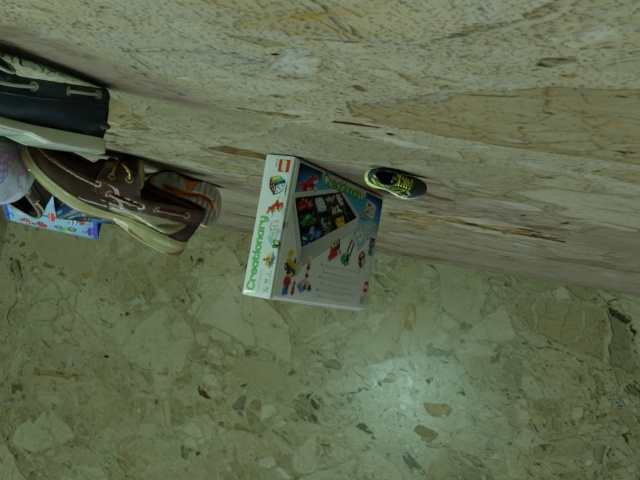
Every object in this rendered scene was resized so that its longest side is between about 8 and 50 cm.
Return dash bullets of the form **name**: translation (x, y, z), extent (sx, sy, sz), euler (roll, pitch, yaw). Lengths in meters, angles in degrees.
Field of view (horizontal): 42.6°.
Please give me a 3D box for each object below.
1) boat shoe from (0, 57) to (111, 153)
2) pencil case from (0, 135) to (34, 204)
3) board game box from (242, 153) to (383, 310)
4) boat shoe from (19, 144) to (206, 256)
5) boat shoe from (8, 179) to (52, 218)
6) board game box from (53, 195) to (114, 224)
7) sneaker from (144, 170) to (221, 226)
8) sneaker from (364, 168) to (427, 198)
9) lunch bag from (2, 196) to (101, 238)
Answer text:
- **boat shoe**: translation (-0.308, -0.139, 0.765), extent (0.254, 0.079, 0.095), euler (10, 175, -42)
- **pencil case**: translation (-0.553, -0.123, 1.303), extent (0.113, 0.124, 0.273), euler (43, -177, 3)
- **board game box**: translation (0.000, 0.000, 1.219), extent (0.053, 0.193, 0.305), euler (8, 176, 28)
- **boat shoe**: translation (-0.350, -0.099, 1.436), extent (0.342, 0.123, 0.123), euler (33, -164, -30)
- **boat shoe**: translation (-0.605, -0.125, 1.558), extent (0.116, 0.097, 0.324), euler (10, 169, 11)
- **board game box**: translation (-0.425, -0.089, 1.747), extent (0.194, 0.060, 0.194), euler (-22, 162, 23)
- **sneaker**: translation (-0.275, -0.088, 1.620), extent (0.083, 0.084, 0.215), euler (8, 166, 35)
- **sneaker**: translation (0.099, -0.073, 1.055), extent (0.083, 0.031, 0.035), euler (11, 176, -9)
- **lunch bag**: translation (-0.603, -0.118, 1.847), extent (0.220, 0.138, 0.293), euler (13, 165, -9)
